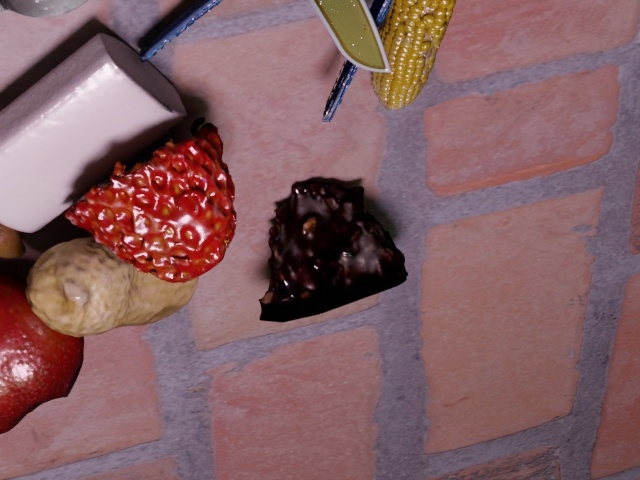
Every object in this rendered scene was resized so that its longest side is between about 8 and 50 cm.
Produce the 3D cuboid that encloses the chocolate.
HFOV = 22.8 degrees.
[{"bbox_3d":[0.000,0.000,2.293,0.224,0.206,0.177,-17,96,-22],"label":"chocolate"}]

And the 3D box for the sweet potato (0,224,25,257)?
[{"bbox_3d":[-0.464,-0.034,2.077,0.065,0.051,0.218,-30,138,13],"label":"sweet potato"}]

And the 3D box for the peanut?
[{"bbox_3d":[-0.292,0.055,2.153,0.159,0.143,0.291,-5,-176,30],"label":"peanut"}]

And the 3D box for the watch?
[{"bbox_3d":[-0.051,-0.299,1.966,0.276,0.068,0.274,16,126,-21],"label":"watch"}]

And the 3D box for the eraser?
[{"bbox_3d":[-0.322,-0.130,2.005,0.270,0.095,0.174,-37,144,14],"label":"eraser"}]

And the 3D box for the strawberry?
[{"bbox_3d":[-0.195,-0.035,2.050,0.234,0.234,0.178,-30,95,7],"label":"strawberry"}]

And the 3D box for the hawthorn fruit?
[{"bbox_3d":[-0.456,0.134,2.155,0.230,0.210,0.266,-26,123,13],"label":"hawthorn fruit"}]

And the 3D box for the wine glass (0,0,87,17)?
[{"bbox_3d":[-0.314,-0.302,1.827,0.202,0.093,0.093,-27,139,6],"label":"wine glass"}]

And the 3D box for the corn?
[{"bbox_3d":[0.130,-0.301,2.036,0.097,0.097,0.320,-4,138,-21],"label":"corn"}]

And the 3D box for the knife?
[{"bbox_3d":[-0.001,-0.324,1.891,0.061,0.027,0.343,-27,125,9],"label":"knife"}]
